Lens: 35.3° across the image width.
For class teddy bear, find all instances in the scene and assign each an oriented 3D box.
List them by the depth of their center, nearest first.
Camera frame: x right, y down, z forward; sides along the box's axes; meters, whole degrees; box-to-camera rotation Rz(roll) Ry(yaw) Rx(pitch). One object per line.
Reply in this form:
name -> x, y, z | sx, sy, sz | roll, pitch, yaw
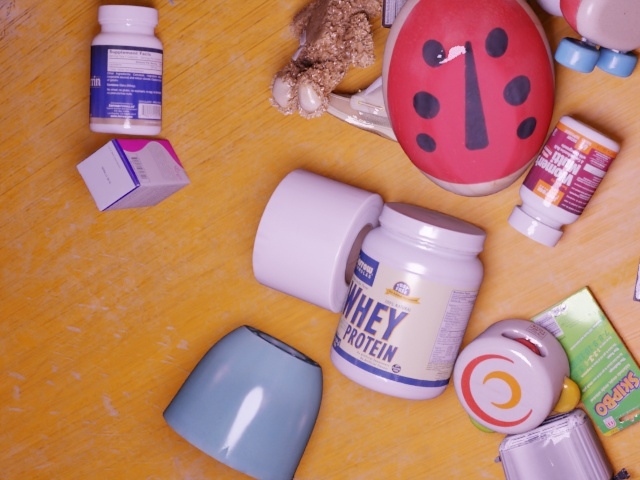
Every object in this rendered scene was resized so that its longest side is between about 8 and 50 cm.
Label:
teddy bear -> 0.024, -0.382, 1.938 | 0.245, 0.113, 0.337 | -8, 60, 51

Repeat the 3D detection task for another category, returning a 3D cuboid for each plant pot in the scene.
plant pot -> -0.131, 0.311, 2.010 | 0.293, 0.293, 0.235 | 28, 90, 17

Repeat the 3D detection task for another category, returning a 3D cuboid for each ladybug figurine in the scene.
ladybug figurine -> 0.261, -0.251, 1.760 | 0.305, 0.161, 0.449 | -10, 128, 10

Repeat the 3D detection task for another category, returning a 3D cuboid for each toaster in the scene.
toaster -> 0.441, 0.407, 1.871 | 0.227, 0.129, 0.146 | -24, 84, 23

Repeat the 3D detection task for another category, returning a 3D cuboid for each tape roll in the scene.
tape roll -> 0.000, 0.000, 1.944 | 0.169, 0.246, 0.246 | 20, 102, 19

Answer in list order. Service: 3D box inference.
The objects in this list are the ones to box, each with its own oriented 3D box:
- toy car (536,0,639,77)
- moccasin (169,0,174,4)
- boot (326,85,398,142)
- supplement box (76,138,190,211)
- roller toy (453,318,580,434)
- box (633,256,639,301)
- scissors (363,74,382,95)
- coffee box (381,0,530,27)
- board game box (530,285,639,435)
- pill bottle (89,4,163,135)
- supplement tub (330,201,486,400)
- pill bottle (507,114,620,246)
toy car -> 0.468, -0.440, 1.782 | 0.238, 0.210, 0.219 | 45, 126, 41
moccasin -> -0.372, -0.568, 2.105 | 0.342, 0.117, 0.137 | 7, 97, 21
boot -> 0.126, -0.308, 1.943 | 0.262, 0.095, 0.203 | 23, 105, 15
supplement box -> -0.385, -0.138, 2.095 | 0.114, 0.220, 0.111 | -31, 83, 22
roller toy -> 0.360, 0.248, 1.872 | 0.209, 0.146, 0.191 | -17, 97, 35
box -> 0.684, -0.007, 1.776 | 0.216, 0.060, 0.269 | 9, 98, 21
scissors -> 0.199, -0.349, 1.808 | 0.109, 0.021, 0.297 | 41, 109, 10
coffee box -> 0.252, -0.437, 1.862 | 0.247, 0.141, 0.098 | 6, 99, 22
board game box -> 0.514, 0.226, 1.876 | 0.124, 0.039, 0.259 | -34, 80, 21
pill bottle -> -0.408, -0.356, 2.120 | 0.153, 0.153, 0.264 | 5, 96, 21
supplement tub -> 0.169, 0.111, 1.892 | 0.236, 0.235, 0.324 | 20, 102, 19
pill bottle -> 0.438, -0.106, 1.829 | 0.121, 0.121, 0.221 | 32, 105, 16
